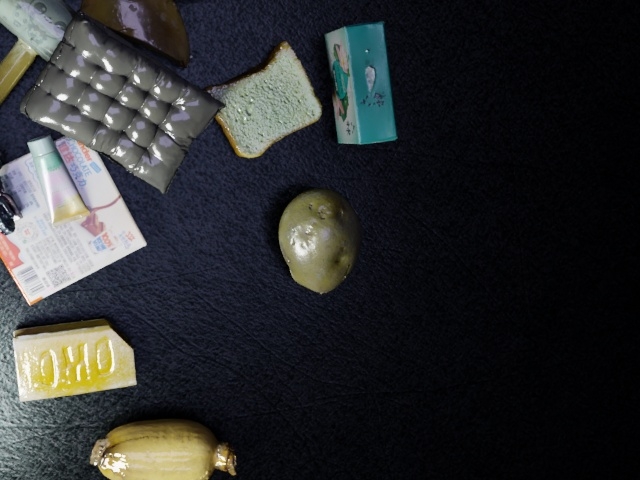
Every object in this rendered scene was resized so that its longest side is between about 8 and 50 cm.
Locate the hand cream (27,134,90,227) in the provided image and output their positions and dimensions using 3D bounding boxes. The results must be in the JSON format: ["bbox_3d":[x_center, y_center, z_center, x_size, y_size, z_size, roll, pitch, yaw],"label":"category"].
[{"bbox_3d":[-0.515,-0.117,1.539,0.076,0.047,0.174,-21,110,-15],"label":"hand cream"}]

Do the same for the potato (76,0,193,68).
[{"bbox_3d":[-0.346,-0.450,1.563,0.243,0.098,0.138,21,90,-20],"label":"potato"}]

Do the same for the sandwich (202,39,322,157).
[{"bbox_3d":[-0.120,-0.292,1.669,0.214,0.065,0.186,-30,105,-10],"label":"sandwich"}]

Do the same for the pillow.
[{"bbox_3d":[-0.377,-0.254,1.516,0.326,0.101,0.228,28,103,-35],"label":"pillow"}]

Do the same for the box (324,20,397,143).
[{"bbox_3d":[0.084,-0.330,1.679,0.092,0.153,0.245,-10,100,-15],"label":"box"}]

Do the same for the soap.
[{"bbox_3d":[-0.503,0.242,1.625,0.232,0.073,0.140,-6,104,-17],"label":"soap"}]

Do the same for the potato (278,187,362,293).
[{"bbox_3d":[0.000,0.000,1.706,0.177,0.160,0.235,3,108,3],"label":"potato"}]

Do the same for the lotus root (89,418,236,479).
[{"bbox_3d":[-0.332,0.455,1.678,0.303,0.131,0.146,5,95,-15],"label":"lotus root"}]

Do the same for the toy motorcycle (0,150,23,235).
[{"bbox_3d":[-0.630,-0.113,1.479,0.082,0.122,0.213,-20,113,11],"label":"toy motorcycle"}]

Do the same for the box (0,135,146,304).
[{"bbox_3d":[-0.529,-0.050,1.587,0.265,0.048,0.273,-28,103,-11],"label":"box"}]

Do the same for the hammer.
[{"bbox_3d":[-0.586,-0.338,1.511,0.202,0.113,0.305,40,94,-15],"label":"hammer"}]
